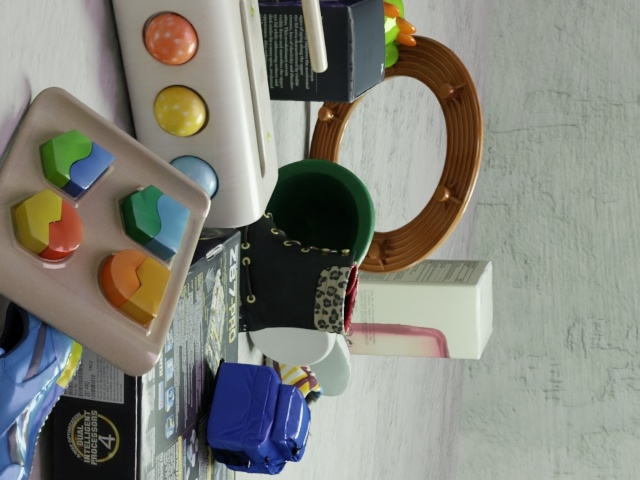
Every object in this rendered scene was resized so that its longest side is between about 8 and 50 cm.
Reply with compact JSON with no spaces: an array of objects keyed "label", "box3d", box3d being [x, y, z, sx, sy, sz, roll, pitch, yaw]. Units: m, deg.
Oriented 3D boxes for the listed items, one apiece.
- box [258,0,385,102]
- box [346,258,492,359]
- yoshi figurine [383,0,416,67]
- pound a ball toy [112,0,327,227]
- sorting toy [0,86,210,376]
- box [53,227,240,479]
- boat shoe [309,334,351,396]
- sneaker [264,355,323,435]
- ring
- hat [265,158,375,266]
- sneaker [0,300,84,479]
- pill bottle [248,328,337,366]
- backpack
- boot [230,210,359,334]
[{"label":"box","box3d":[-0.042,-0.221,1.801,0.153,0.207,0.108,-44,135,-70]},{"label":"box","box3d":[0.153,0.107,2.566,0.148,0.232,0.127,-46,136,-68]},{"label":"yoshi figurine","box3d":[-0.015,-0.338,2.072,0.362,0.203,0.203,45,14,-55]},{"label":"pound a ball toy","box3d":[-0.094,-0.171,1.609,0.136,0.208,0.319,-67,155,-55]},{"label":"sorting toy","box3d":[-0.191,-0.013,1.375,0.193,0.038,0.208,36,47,-22]},{"label":"box","box3d":[-0.165,0.206,1.592,0.318,0.097,0.395,-40,133,-69]},{"label":"boat shoe","box3d":[0.007,0.129,2.312,0.070,0.077,0.219,-68,154,-50]},{"label":"sneaker","box3d":[-0.033,0.180,2.152,0.069,0.083,0.186,61,35,-64]},{"label":"ring","box3d":[0.090,-0.121,2.202,0.032,0.336,0.337,9,82,-41]},{"label":"hat","box3d":[0.000,0.000,2.087,0.183,0.173,0.209,64,36,-66]},{"label":"sneaker","box3d":[-0.267,0.142,1.299,0.082,0.069,0.209,46,49,-33]},{"label":"pill bottle","box3d":[-0.017,0.060,2.127,0.208,0.117,0.118,-69,157,-50]},{"label":"backpack","box3d":[-0.061,0.190,1.612,0.120,0.101,0.098,78,26,-64]},{"label":"boot","box3d":[-0.038,0.008,1.912,0.085,0.178,0.236,64,33,-62]}]
